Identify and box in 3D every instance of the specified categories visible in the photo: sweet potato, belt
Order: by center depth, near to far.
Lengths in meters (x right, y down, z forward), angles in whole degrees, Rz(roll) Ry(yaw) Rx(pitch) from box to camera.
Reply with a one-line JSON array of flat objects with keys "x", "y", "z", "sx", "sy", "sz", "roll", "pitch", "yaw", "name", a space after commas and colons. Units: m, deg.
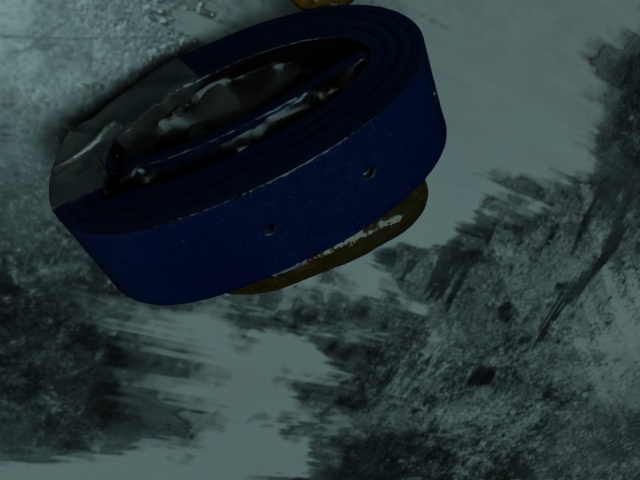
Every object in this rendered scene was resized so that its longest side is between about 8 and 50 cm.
[{"x": -0.062, "y": -0.083, "z": 0.767, "sx": 0.346, "sy": 0.212, "sz": 0.117, "roll": -26, "pitch": 139, "yaw": 1, "name": "belt"}, {"x": 0.000, "y": 0.000, "z": 0.951, "sx": 0.273, "sy": 0.075, "sz": 0.075, "roll": -26, "pitch": 126, "yaw": -5, "name": "sweet potato"}]

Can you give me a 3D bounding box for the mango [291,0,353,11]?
[{"x": 0.019, "y": -0.265, "z": 0.806, "sx": 0.127, "sy": 0.063, "sz": 0.077, "roll": -37, "pitch": 122, "yaw": -9, "name": "mango"}]
